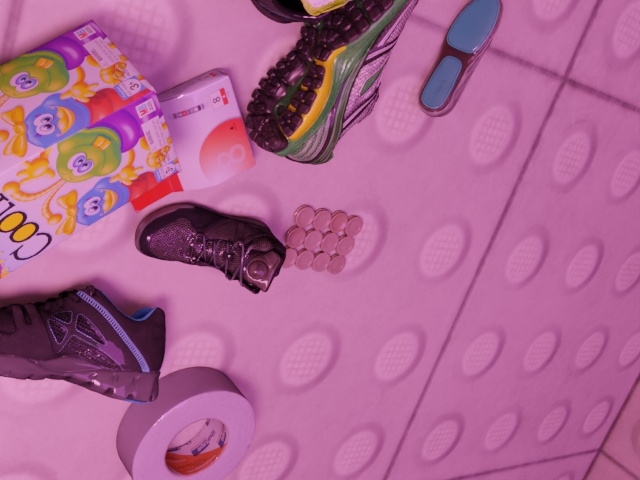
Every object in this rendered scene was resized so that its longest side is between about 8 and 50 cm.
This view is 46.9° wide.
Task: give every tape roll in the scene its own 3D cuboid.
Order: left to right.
[{"bbox_3d":[-0.217,0.318,1.208,0.219,0.072,0.219,-19,125,-29],"label":"tape roll"}]

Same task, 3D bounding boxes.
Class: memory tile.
[{"bbox_3d":[0.000,0.000,1.228,0.148,0.012,0.113,10,109,-41],"label":"memory tile"}]

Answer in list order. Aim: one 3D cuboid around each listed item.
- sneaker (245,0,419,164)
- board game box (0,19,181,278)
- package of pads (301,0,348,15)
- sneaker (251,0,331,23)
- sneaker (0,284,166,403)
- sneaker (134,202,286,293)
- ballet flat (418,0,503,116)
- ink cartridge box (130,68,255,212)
[{"bbox_3d":[0.038,-0.261,1.036,0.343,0.134,0.146,-53,145,10],"label":"sneaker"},{"bbox_3d":[-0.317,-0.091,0.802,0.275,0.144,0.142,-34,153,-17],"label":"board game box"},{"bbox_3d":[-0.025,-0.425,0.799,0.101,0.229,0.296,-14,136,20],"label":"package of pads"},{"bbox_3d":[-0.083,-0.352,0.882,0.267,0.106,0.101,29,99,-43],"label":"sneaker"},{"bbox_3d":[-0.357,0.119,0.968,0.341,0.125,0.139,23,73,-42],"label":"sneaker"},{"bbox_3d":[-0.141,0.012,1.042,0.228,0.130,0.087,10,108,-39],"label":"sneaker"},{"bbox_3d":[0.227,-0.298,1.200,0.213,0.072,0.068,-60,162,8],"label":"ballet flat"},{"bbox_3d":[-0.185,-0.127,0.982,0.179,0.045,0.145,-33,131,-22],"label":"ink cartridge box"}]
